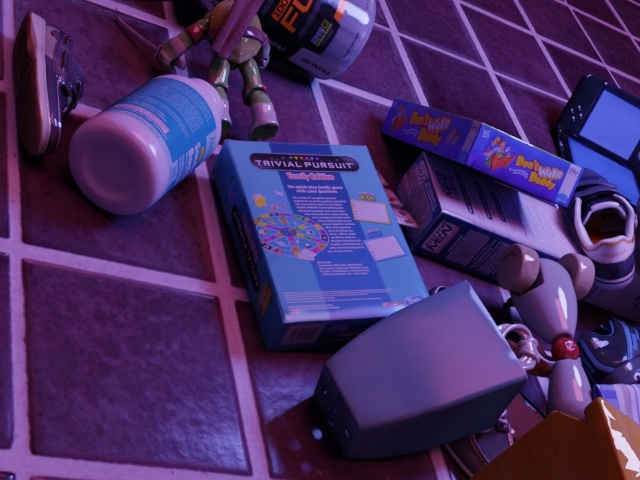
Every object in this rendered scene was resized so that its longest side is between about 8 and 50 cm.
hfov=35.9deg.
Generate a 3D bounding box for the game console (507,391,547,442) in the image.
[{"bbox_3d":[0.309,0.278,1.586,0.122,0.071,0.107,44,65,7],"label":"game console"}]

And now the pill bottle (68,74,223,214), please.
[{"bbox_3d":[-0.239,-0.153,1.441,0.146,0.146,0.264,39,36,-1],"label":"pill bottle"}]

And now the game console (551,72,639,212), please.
[{"bbox_3d":[0.730,-0.229,2.404,0.293,0.250,0.173,23,12,-23],"label":"game console"}]

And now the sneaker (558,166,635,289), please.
[{"bbox_3d":[0.541,-0.061,1.923,0.126,0.127,0.321,-13,43,5],"label":"sneaker"}]

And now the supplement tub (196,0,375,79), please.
[{"bbox_3d":[-0.081,-0.460,1.856,0.338,0.207,0.207,23,38,-29],"label":"supplement tub"}]

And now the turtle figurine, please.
[{"bbox_3d":[-0.174,-0.292,1.696,0.198,0.274,0.266,23,53,-59],"label":"turtle figurine"}]

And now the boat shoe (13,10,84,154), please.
[{"bbox_3d":[-0.388,-0.228,1.430,0.092,0.103,0.285,10,39,-29],"label":"boat shoe"}]

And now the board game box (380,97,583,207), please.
[{"bbox_3d":[0.293,-0.171,1.857,0.233,0.078,0.347,20,7,-26],"label":"board game box"}]

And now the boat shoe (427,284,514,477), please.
[{"bbox_3d":[0.217,0.217,1.494,0.112,0.095,0.335,5,48,-39],"label":"boat shoe"}]

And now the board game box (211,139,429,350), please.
[{"bbox_3d":[0.000,0.000,1.500,0.253,0.079,0.336,0,52,-28],"label":"board game box"}]

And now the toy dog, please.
[{"bbox_3d":[0.370,0.160,1.680,0.220,0.161,0.334,29,50,-5],"label":"toy dog"}]

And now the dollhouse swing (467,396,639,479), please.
[{"bbox_3d":[0.357,0.426,1.172,0.305,0.347,0.315,21,39,-23],"label":"dollhouse swing"}]

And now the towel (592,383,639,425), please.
[{"bbox_3d":[0.538,0.337,1.621,0.285,0.034,0.209,12,64,-48],"label":"towel"}]

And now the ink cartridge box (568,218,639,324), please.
[{"bbox_3d":[0.658,0.062,2.051,0.283,0.117,0.207,22,39,-24],"label":"ink cartridge box"}]

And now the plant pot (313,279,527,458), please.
[{"bbox_3d":[0.122,0.194,1.347,0.234,0.166,0.165,-18,61,-23],"label":"plant pot"}]

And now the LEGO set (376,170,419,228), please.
[{"bbox_3d":[0.034,-0.080,1.720,0.244,0.060,0.182,12,31,-36],"label":"LEGO set"}]

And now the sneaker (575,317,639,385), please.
[{"bbox_3d":[0.591,0.192,1.843,0.341,0.125,0.140,-12,55,-51],"label":"sneaker"}]

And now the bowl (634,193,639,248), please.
[{"bbox_3d":[0.695,0.004,1.895,0.298,0.134,0.298,45,19,-21],"label":"bowl"}]

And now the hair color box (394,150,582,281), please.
[{"bbox_3d":[0.317,-0.022,1.840,0.347,0.105,0.174,20,36,-26],"label":"hair color box"}]
